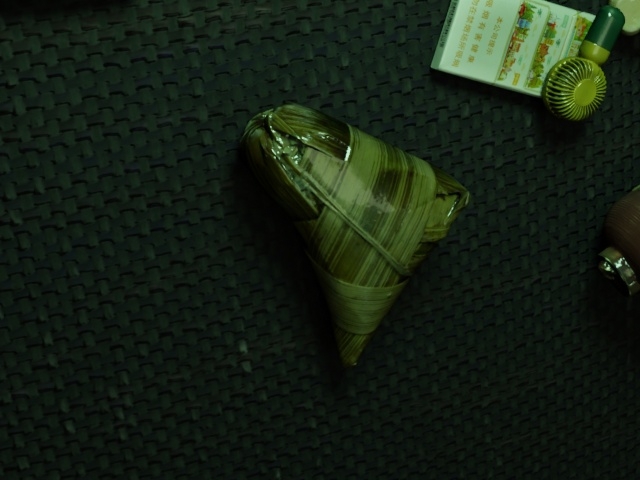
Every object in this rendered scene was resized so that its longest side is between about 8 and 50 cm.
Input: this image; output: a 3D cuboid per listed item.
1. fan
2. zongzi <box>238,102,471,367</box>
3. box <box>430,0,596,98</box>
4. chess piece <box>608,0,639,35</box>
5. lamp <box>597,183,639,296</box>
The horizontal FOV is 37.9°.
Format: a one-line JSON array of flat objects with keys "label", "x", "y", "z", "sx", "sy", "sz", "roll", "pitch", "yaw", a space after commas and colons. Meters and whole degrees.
[{"label": "fan", "x": 0.346, "y": -0.228, "z": 1.203, "sx": 0.082, "sy": 0.039, "sz": 0.155, "roll": 19, "pitch": 101, "yaw": -27}, {"label": "zongzi", "x": 0.000, "y": 0.000, "z": 1.147, "sx": 0.286, "sy": 0.134, "sz": 0.288, "roll": 24, "pitch": 105, "yaw": -18}, {"label": "box", "x": 0.258, "y": -0.253, "z": 1.201, "sx": 0.220, "sy": 0.032, "sz": 0.122, "roll": 9, "pitch": 105, "yaw": -23}, {"label": "chess piece", "x": 0.565, "y": -0.353, "z": 1.178, "sx": 0.397, "sy": 0.117, "sz": 0.117, "roll": -17, "pitch": 115, "yaw": 18}, {"label": "lamp", "x": 0.500, "y": -0.013, "z": 1.293, "sx": 0.258, "sy": 0.180, "sz": 0.180, "roll": -33, "pitch": 115, "yaw": 0}]
